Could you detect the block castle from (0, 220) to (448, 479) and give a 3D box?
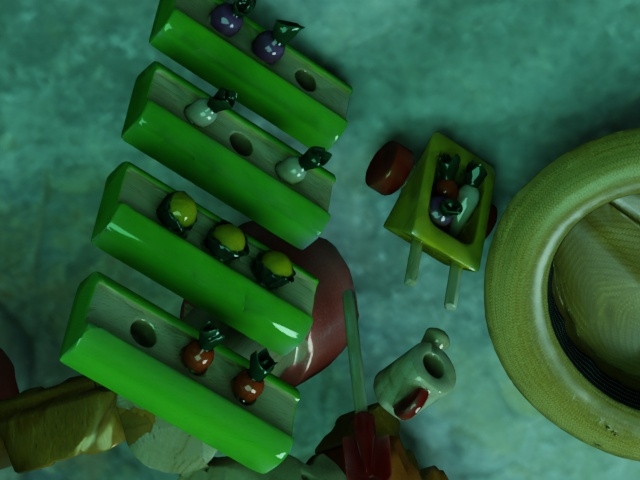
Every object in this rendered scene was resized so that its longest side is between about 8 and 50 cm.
[{"bbox_3d":[-0.052,0.234,1.053,0.303,0.213,0.453,-18,103,25],"label":"block castle"}]

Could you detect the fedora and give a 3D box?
[{"bbox_3d":[0.174,0.018,1.005,0.194,0.079,0.194,0,117,1],"label":"fedora"}]

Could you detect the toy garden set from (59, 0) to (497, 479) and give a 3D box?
[{"bbox_3d":[0.000,0.000,0.928,0.204,0.244,0.049,32,132,-22],"label":"toy garden set"}]
